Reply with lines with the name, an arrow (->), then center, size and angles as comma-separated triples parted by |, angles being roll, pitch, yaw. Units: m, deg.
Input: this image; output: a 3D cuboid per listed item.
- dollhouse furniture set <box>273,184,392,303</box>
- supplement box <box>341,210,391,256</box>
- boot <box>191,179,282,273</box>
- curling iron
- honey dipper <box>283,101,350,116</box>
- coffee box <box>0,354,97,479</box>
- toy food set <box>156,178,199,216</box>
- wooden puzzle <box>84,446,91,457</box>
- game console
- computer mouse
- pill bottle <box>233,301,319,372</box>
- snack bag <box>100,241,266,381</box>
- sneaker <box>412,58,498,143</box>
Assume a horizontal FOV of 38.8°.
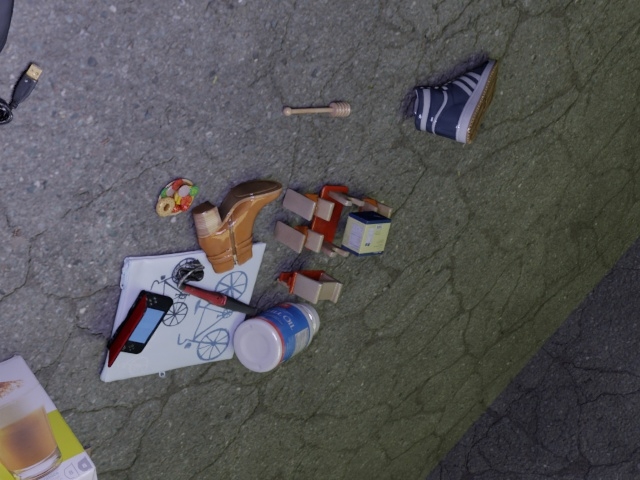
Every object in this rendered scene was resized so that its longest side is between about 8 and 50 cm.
dollhouse furniture set -> 0.000, 0.000, 2.029 | 0.262, 0.135, 0.259 | 2, 111, -47
supplement box -> 0.099, -0.015, 1.973 | 0.083, 0.056, 0.083 | -5, 115, -45
boot -> -0.154, -0.029, 1.828 | 0.197, 0.073, 0.152 | -22, 122, -10
curling iron -> -0.209, 0.112, 1.894 | 0.068, 0.035, 0.274 | -49, 141, 2
honey dipper -> -0.009, -0.263, 1.826 | 0.160, 0.030, 0.030 | -7, 128, -38
coffee box -> -0.607, 0.479, 1.629 | 0.337, 0.334, 0.338 | -24, 136, -29
toy food set -> -0.272, -0.081, 1.723 | 0.083, 0.020, 0.082 | 2, 122, -47
wooden puzzle -> -0.537, 0.487, 1.989 | 0.078, 0.014, 0.116 | -12, 132, -46
game console -> -0.351, 0.180, 1.782 | 0.124, 0.085, 0.144 | 21, 108, -49
computer mouse -> -0.467, -0.274, 1.302 | 0.184, 0.060, 0.262 | 10, 116, -49
pill bottle -> -0.092, 0.210, 2.072 | 0.221, 0.124, 0.124 | -24, 142, -61
snack bag -> -0.292, 0.151, 1.910 | 0.342, 0.037, 0.323 | -7, 128, -39
sneaker -> 0.302, -0.330, 2.045 | 0.099, 0.153, 0.282 | 85, 26, -43
